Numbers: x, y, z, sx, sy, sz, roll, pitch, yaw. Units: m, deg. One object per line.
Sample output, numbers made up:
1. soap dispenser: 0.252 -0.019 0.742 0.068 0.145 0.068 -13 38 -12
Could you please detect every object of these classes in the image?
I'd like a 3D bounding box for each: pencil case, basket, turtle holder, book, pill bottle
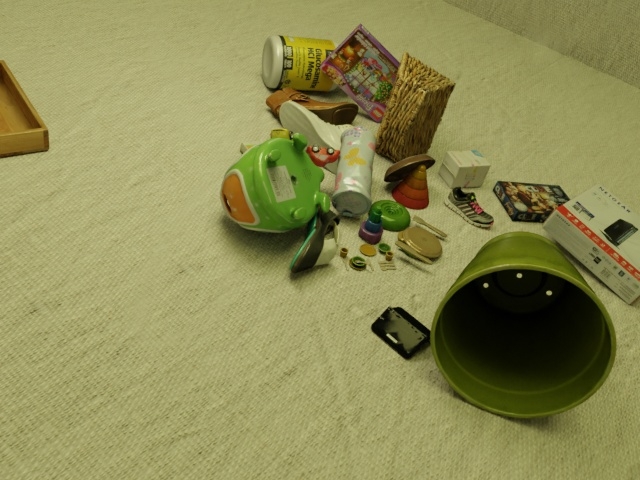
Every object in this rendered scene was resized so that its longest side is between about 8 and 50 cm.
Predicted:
1. pencil case: 0.101 -0.201 1.876 0.113 0.124 0.273 2 56 8
2. basket: 0.259 -0.427 2.117 0.223 0.299 0.213 40 46 24
3. turtle holder: -0.123 -0.153 1.694 0.227 0.243 0.320 -17 32 33
4. book: -0.169 -0.253 1.972 0.096 0.035 0.144 -14 48 -35
5. pill bottle: -0.034 -0.645 2.368 0.334 0.188 0.188 -2 42 -20

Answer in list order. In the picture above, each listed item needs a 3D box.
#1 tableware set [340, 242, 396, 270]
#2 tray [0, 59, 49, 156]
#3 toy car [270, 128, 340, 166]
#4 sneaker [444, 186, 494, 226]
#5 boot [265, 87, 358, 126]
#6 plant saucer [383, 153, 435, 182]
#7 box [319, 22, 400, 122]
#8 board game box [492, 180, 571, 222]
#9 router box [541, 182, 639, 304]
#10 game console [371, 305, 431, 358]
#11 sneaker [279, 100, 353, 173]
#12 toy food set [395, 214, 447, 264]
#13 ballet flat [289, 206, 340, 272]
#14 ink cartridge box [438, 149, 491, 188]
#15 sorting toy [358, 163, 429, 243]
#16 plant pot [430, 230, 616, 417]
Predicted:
1. tableware set: 0.126 0.038 1.726 0.154 0.024 0.104 0 41 -19
2. tray: -0.939 -0.376 1.824 0.203 0.076 0.411 -16 48 -34
3. toy car: -0.093 -0.243 1.848 0.239 0.225 0.053 16 73 -40
4. sneaker: 0.461 -0.107 1.975 0.170 0.074 0.063 37 43 24
5. boot: -0.029 -0.456 2.226 0.283 0.109 0.220 -26 50 -31
6. plant saucer: 0.270 -0.225 1.987 0.168 0.168 0.029 -13 78 -32
7. box: 0.171 -0.578 2.255 0.293 0.201 0.057 40 34 -18
8. board game box: 0.706 -0.124 2.107 0.243 0.042 0.165 2 40 -17
9. router box: 0.884 -0.003 1.951 0.301 0.082 0.335 -25 63 -40
10. game console: 0.199 0.218 1.542 0.122 0.071 0.107 38 73 27
11. sneaker: 0.011 -0.345 2.064 0.292 0.108 0.169 46 40 2
12. toy food set: 0.279 0.009 1.811 0.132 0.038 0.192 32 35 9
13. ballet flat: 0.000 0.000 1.678 0.096 0.095 0.280 27 38 -5
14. ink cartridge box: 0.464 -0.234 2.119 0.143 0.090 0.092 -5 43 -23
15. sorting toy: 0.227 -0.124 1.876 0.127 0.126 0.365 30 40 17
16. plant pot: 0.456 0.148 1.485 0.366 0.366 0.353 21 27 7
